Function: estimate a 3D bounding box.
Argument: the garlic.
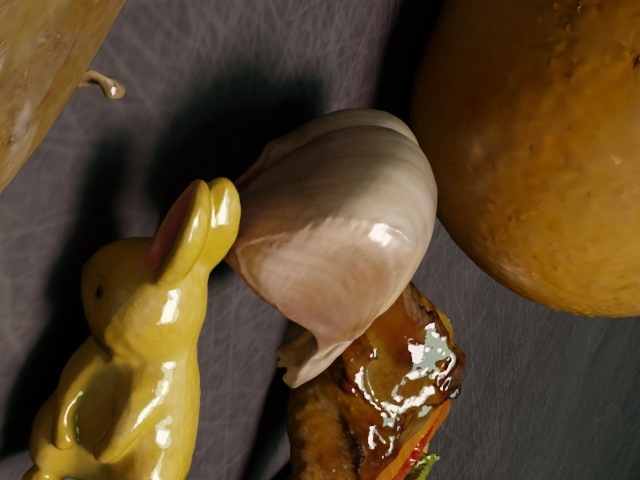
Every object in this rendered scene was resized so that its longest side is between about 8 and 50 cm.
[{"bbox_3d":[0.001,-0.012,0.653,0.124,0.099,0.174,-41,-166,18],"label":"garlic"}]

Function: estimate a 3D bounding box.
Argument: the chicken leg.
[{"bbox_3d":[0.010,0.135,0.843,0.107,0.087,0.251,21,92,-31],"label":"chicken leg"}]

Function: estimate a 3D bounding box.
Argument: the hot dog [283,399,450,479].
[{"bbox_3d":[0.032,0.165,0.976,0.236,0.062,0.092,-41,145,-45],"label":"hot dog"}]

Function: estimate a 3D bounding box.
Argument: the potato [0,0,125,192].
[{"bbox_3d":[-0.102,-0.088,0.346,0.239,0.116,0.299,-21,135,-65],"label":"potato"}]

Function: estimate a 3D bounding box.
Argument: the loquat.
[{"bbox_3d":[0.178,-0.082,0.815,0.263,0.263,0.263,-48,153,-34],"label":"loquat"}]

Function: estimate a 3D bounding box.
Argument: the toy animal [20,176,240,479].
[{"bbox_3d":[-0.074,0.038,0.590,0.083,0.070,0.159,-57,166,-65],"label":"toy animal"}]
